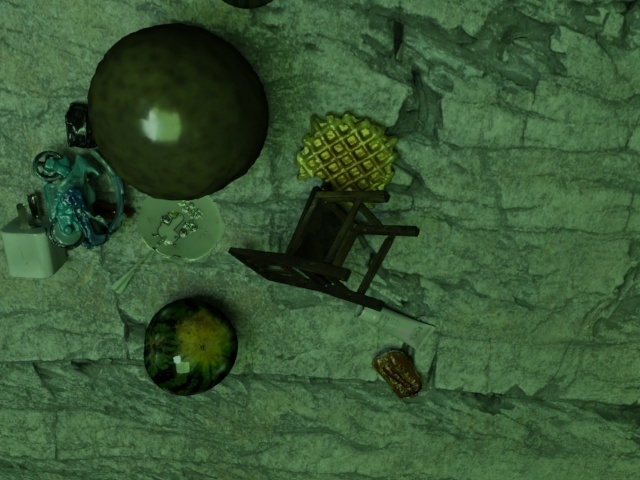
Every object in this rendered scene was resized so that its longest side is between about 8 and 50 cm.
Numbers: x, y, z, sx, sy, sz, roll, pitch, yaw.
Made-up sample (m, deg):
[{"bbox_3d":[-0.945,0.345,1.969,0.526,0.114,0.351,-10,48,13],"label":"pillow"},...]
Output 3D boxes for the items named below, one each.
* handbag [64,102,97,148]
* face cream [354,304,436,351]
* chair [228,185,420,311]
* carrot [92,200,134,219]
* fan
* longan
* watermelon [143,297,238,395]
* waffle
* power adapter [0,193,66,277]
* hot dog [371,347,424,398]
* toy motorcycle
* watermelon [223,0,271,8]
[{"bbox_3d":[-0.594,-0.270,1.475,0.072,0.139,0.115,4,114,-9],"label":"handbag"},{"bbox_3d":[0.212,0.242,1.732,0.244,0.058,0.092,26,109,-16],"label":"face cream"},{"bbox_3d":[0.000,0.000,1.536,0.203,0.416,0.240,40,70,-43],"label":"chair"},{"bbox_3d":[-0.573,-0.078,1.615,0.139,0.048,0.048,9,115,-3],"label":"carrot"},{"bbox_3d":[-0.448,0.008,1.667,0.415,0.012,0.233,-40,107,15],"label":"fan"},{"bbox_3d":[-0.313,-0.279,1.340,0.391,0.391,0.391,1,115,2],"label":"longan"},{"bbox_3d":[-0.361,0.294,1.668,0.269,0.269,0.268,1,115,2],"label":"watermelon"},{"bbox_3d":[0.065,-0.203,1.529,0.261,0.056,0.250,11,115,-1],"label":"waffle"},{"bbox_3d":[-0.772,-0.019,1.605,0.125,0.130,0.204,3,114,1],"label":"power adapter"},{"bbox_3d":[0.236,0.402,1.804,0.108,0.059,0.191,-31,112,20],"label":"hot dog"},{"bbox_3d":[-0.606,-0.107,1.526,0.206,0.154,0.260,-11,90,-27],"label":"toy motorcycle"},{"bbox_3d":[-0.157,-0.599,1.268,0.212,0.212,0.212,1,115,2],"label":"watermelon"}]
